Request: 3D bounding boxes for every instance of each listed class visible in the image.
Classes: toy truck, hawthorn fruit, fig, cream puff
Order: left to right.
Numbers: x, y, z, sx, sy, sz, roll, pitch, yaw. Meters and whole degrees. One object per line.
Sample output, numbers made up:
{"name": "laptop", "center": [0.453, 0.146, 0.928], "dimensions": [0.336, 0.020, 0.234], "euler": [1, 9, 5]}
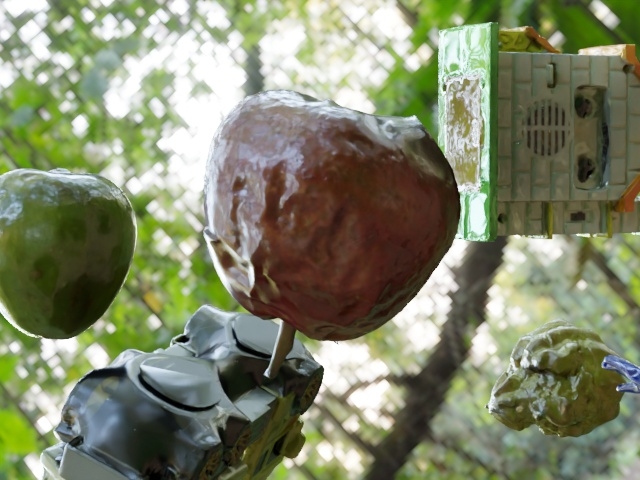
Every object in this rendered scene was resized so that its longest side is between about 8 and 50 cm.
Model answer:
{"name": "fig", "center": [-0.293, 0.014, 1.785], "dimensions": [0.181, 0.191, 0.181], "euler": [-4, 6, 0]}
{"name": "toy truck", "center": [-0.158, 0.234, 1.852], "dimensions": [0.405, 0.180, 0.254], "euler": [-31, -34, -63]}
{"name": "hawthorn fruit", "center": [0.000, 0.000, 1.460], "dimensions": [0.210, 0.230, 0.266], "euler": [-71, -4, -70]}
{"name": "cream puff", "center": [0.265, 0.166, 1.868], "dimensions": [0.116, 0.146, 0.146], "euler": [-23, -26, -41]}

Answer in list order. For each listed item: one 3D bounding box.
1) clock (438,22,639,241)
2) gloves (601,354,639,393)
{"name": "clock", "center": [0.257, -0.110, 1.719], "dimensions": [0.255, 0.220, 0.106], "euler": [-1, 3, -25]}
{"name": "gloves", "center": [0.291, 0.129, 1.474], "dimensions": [0.026, 0.086, 0.064], "euler": [-57, -41, -15]}
